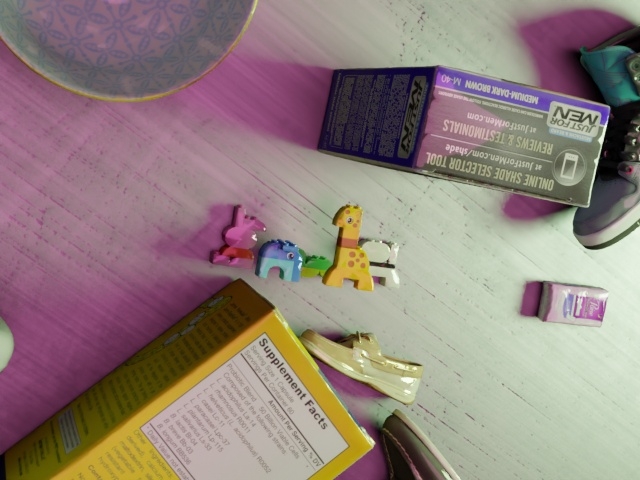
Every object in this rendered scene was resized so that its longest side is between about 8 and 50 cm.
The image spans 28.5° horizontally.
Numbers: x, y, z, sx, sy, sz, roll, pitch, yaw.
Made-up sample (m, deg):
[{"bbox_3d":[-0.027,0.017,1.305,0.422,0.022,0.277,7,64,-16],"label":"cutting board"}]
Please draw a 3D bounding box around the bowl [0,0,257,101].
[{"bbox_3d":[-0.215,-0.288,1.287,0.290,0.156,0.289,-2,98,-16],"label":"bowl"}]

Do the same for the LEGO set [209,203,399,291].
[{"bbox_3d":[0.000,0.000,1.427,0.227,0.087,0.093,8,96,-18],"label":"LEGO set"}]

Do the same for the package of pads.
[{"bbox_3d":[0.311,0.079,1.555,0.083,0.032,0.050,7,99,-17],"label":"package of pads"}]

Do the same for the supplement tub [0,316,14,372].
[{"bbox_3d":[-0.482,0.169,1.235,0.235,0.235,0.324,35,87,-18],"label":"supplement tub"}]

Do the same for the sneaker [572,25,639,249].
[{"bbox_3d":[0.359,-0.148,1.485,0.178,0.124,0.295,42,77,-22],"label":"sneaker"}]

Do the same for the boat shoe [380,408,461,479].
[{"bbox_3d":[0.146,0.358,1.507,0.095,0.112,0.335,-35,109,-13],"label":"boat shoe"}]

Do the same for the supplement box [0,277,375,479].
[{"bbox_3d":[-0.156,0.233,1.359,0.357,0.195,0.194,-37,106,-7],"label":"supplement box"}]

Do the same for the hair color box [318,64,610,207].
[{"bbox_3d":[0.134,-0.115,1.315,0.185,0.339,0.110,11,95,-17],"label":"hair color box"}]

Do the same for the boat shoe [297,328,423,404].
[{"bbox_3d":[0.049,0.135,1.476,0.170,0.063,0.059,29,87,-27],"label":"boat shoe"}]
